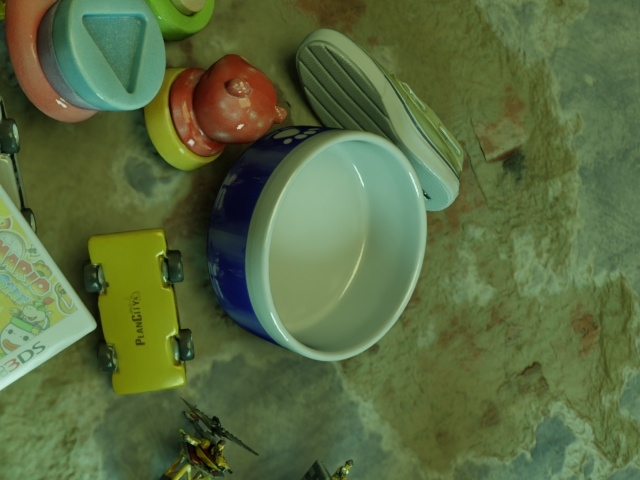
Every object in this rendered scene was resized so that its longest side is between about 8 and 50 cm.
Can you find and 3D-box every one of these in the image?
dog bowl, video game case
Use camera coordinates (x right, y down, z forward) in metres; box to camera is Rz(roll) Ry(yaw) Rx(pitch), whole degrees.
[{"bbox_3d":[0.000,0.000,1.172,0.265,0.104,0.265,-13,109,-42],"label":"dog bowl"},{"bbox_3d":[-0.356,0.054,0.955,0.206,0.026,0.227,-34,121,-12],"label":"video game case"}]

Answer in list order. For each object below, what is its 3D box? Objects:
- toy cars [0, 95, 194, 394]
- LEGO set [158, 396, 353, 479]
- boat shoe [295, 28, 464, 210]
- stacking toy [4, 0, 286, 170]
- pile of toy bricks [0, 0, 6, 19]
[{"bbox_3d":[-0.269,0.002,1.054,0.393,0.087,0.176,41,101,-20],"label":"toy cars"},{"bbox_3d":[-0.039,0.311,1.063,0.331,0.255,0.192,38,93,-11],"label":"LEGO set"},{"bbox_3d":[0.081,-0.164,1.307,0.302,0.109,0.094,48,46,-28],"label":"boat shoe"},{"bbox_3d":[-0.167,-0.240,1.073,0.309,0.130,0.280,14,71,-53],"label":"stacking toy"},{"bbox_3d":[-0.381,-0.225,0.994,0.212,0.118,0.105,-6,89,-43],"label":"pile of toy bricks"}]
